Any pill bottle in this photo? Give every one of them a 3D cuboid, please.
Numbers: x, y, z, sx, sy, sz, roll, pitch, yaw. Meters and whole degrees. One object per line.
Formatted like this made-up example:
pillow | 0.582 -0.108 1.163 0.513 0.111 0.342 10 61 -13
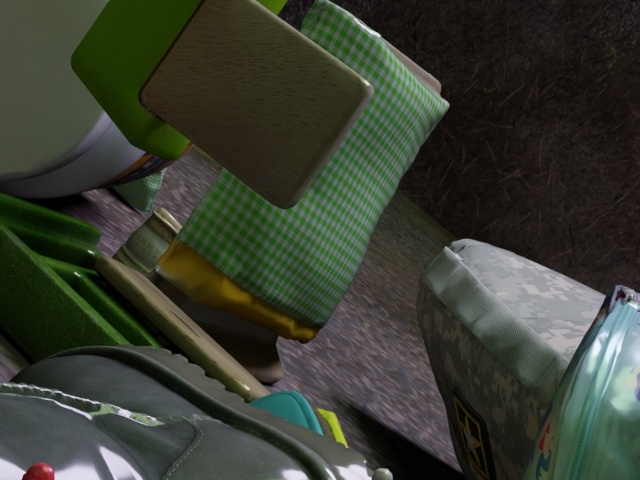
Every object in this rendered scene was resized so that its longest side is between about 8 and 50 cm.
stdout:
pill bottle | -0.149 -0.105 0.898 0.162 0.162 0.278 37 7 0

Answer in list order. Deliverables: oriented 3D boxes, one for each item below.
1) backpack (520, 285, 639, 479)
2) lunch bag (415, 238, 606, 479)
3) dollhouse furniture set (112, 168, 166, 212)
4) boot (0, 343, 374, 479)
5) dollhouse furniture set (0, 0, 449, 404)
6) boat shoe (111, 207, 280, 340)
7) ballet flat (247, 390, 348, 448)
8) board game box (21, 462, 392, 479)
backpack | 0.178 0.135 0.688 0.191 0.225 0.253 15 10 4
lunch bag | 0.182 0.131 0.950 0.287 0.169 0.235 39 5 -21
dollhouse furniture set | -0.166 -0.090 1.120 0.151 0.076 0.058 39 19 35
boot | -0.110 0.056 0.390 0.208 0.076 0.189 6 -4 -39
dollhouse furniture set | 0.000 0.000 0.773 0.151 0.197 0.301 38 7 26
boat shoe | -0.062 0.023 0.944 0.056 0.048 0.153 42 9 38
ballet flat | -0.002 0.117 0.531 0.231 0.077 0.077 -106 173 -78
board game box | -0.005 0.056 0.256 0.133 0.033 0.168 18 4 17
